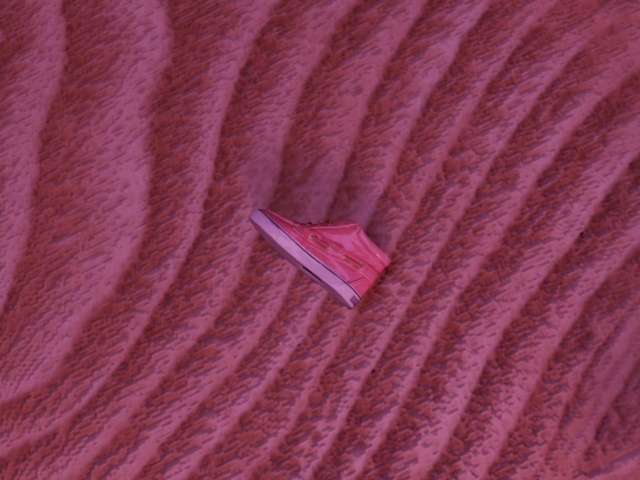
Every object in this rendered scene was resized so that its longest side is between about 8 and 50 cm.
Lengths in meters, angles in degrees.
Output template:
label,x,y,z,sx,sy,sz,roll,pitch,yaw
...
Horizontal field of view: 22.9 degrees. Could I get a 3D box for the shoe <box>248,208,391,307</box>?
label,x,y,z,sx,sy,sz,roll,pitch,yaw
shoe,0.000,0.000,1.912,0.178,0.063,0.081,38,79,21
